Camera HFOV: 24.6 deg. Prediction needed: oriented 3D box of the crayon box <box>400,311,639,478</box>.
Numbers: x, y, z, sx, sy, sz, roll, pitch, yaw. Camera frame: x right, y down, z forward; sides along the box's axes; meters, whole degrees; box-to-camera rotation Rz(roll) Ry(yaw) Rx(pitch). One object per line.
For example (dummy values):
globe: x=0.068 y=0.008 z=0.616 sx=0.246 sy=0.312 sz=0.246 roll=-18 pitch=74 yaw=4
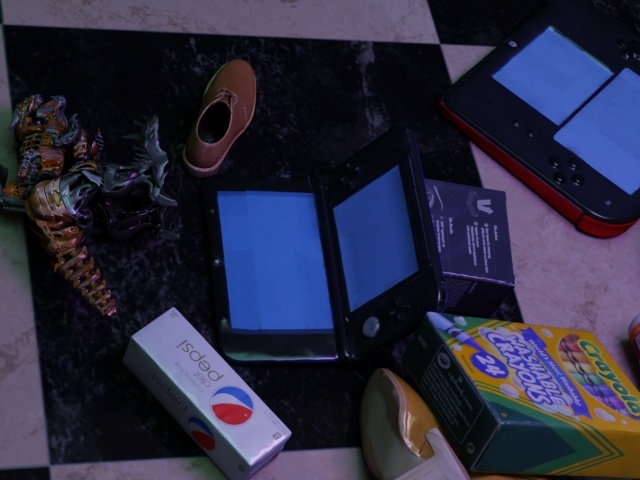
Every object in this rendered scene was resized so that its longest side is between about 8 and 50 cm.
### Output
crayon box: x=0.284 y=0.193 z=1.808 sx=0.323 sy=0.083 sz=0.203 roll=9 pitch=31 yaw=-32

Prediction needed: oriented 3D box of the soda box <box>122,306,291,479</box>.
soda box: x=-0.138 y=0.188 z=1.763 sx=0.216 sy=0.069 sz=0.074 roll=45 pitch=55 yaw=14

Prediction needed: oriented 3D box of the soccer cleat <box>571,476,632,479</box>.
soccer cleat: x=0.355 y=0.311 z=1.862 sx=0.196 sy=0.068 sz=0.076 roll=43 pitch=57 yaw=8

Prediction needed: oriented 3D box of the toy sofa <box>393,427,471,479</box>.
toy sofa: x=0.031 y=0.373 z=1.531 sx=0.362 sy=0.150 sz=0.177 roll=-31 pitch=56 yaw=2

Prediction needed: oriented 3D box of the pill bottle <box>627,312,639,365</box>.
pill bottle: x=0.503 y=0.194 z=1.959 sx=0.121 sy=0.121 sz=0.221 roll=-3 pitch=59 yaw=-22

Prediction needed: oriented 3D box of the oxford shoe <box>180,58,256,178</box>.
oxford shoe: x=-0.130 y=-0.183 z=2.019 sx=0.076 sy=0.076 sz=0.212 roll=20 pitch=51 yaw=-4

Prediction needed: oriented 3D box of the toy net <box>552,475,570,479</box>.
toy net: x=0.227 y=0.262 z=1.866 sx=0.122 sy=0.045 sz=0.232 roll=-23 pitch=64 yaw=-16

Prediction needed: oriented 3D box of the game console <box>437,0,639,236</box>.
game console: x=0.409 y=-0.201 z=2.238 sx=0.342 sy=0.060 sz=0.386 roll=42 pitch=53 yaw=10

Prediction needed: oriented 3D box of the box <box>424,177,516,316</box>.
box: x=0.170 y=0.008 z=1.984 sx=0.158 sy=0.093 sz=0.156 roll=9 pitch=54 yaw=-13

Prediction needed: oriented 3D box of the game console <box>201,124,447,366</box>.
game console: x=0.000 y=0.000 z=1.886 sx=0.173 sy=0.250 sz=0.293 roll=21 pitch=47 yaw=-40

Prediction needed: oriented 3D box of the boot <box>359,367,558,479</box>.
boot: x=0.179 y=0.272 z=1.779 sx=0.211 sy=0.104 sz=0.295 roll=12 pitch=27 yaw=-25

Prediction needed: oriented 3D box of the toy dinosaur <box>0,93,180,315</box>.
toy dinosaur: x=-0.297 y=-0.049 z=1.850 sx=0.218 sy=0.164 sz=0.322 roll=-12 pitch=80 yaw=-10
